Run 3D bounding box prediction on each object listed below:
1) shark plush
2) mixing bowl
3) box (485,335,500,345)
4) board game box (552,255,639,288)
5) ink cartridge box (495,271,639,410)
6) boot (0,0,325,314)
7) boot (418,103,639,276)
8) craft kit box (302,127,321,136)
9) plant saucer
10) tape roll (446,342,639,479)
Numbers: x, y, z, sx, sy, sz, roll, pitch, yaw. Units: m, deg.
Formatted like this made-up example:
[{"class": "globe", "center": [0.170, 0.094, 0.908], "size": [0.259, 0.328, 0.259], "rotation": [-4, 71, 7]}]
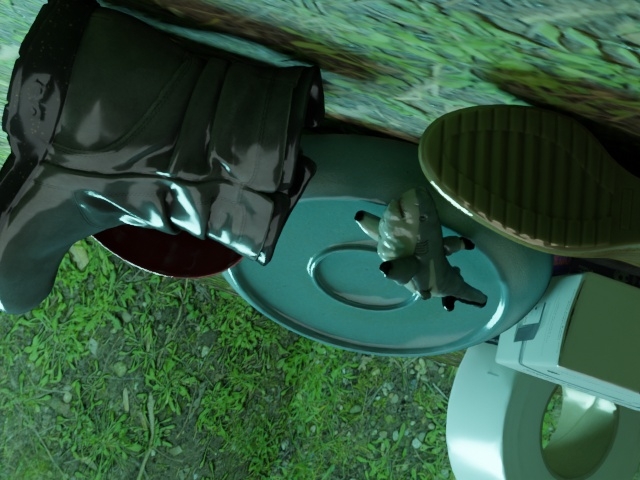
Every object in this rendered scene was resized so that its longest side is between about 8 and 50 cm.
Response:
[{"class": "shark plush", "center": [0.097, 0.019, 1.310], "size": [0.161, 0.067, 0.073], "rotation": [47, -167, -33]}, {"class": "mixing bowl", "center": [-0.114, -0.070, 1.299], "size": [0.181, 0.098, 0.181], "rotation": [14, 131, 16]}, {"class": "box", "center": [0.183, 0.060, 1.783], "size": [0.156, 0.093, 0.158], "rotation": [11, 170, 46]}, {"class": "board game box", "center": [0.364, 0.070, 1.582], "size": [0.346, 0.056, 0.208], "rotation": [19, 170, -11]}, {"class": "ink cartridge box", "center": [0.266, 0.095, 1.462], "size": [0.158, 0.092, 0.218], "rotation": [19, 176, -6]}, {"class": "boot", "center": [-0.134, -0.024, 1.210], "size": [0.222, 0.118, 0.338], "rotation": [20, 141, -4]}, {"class": "boot", "center": [0.166, -0.020, 1.121], "size": [0.248, 0.090, 0.207], "rotation": [15, 172, -9]}, {"class": "craft kit box", "center": [0.013, -0.049, 1.504], "size": [0.249, 0.061, 0.246], "rotation": [19, 171, -8]}, {"class": "plant saucer", "center": [0.044, 0.021, 1.416], "size": [0.317, 0.044, 0.318], "rotation": [10, 147, 6]}, {"class": "tape roll", "center": [0.290, 0.220, 2.027], "size": [0.286, 0.286, 0.100], "rotation": [23, 173, -40]}]
